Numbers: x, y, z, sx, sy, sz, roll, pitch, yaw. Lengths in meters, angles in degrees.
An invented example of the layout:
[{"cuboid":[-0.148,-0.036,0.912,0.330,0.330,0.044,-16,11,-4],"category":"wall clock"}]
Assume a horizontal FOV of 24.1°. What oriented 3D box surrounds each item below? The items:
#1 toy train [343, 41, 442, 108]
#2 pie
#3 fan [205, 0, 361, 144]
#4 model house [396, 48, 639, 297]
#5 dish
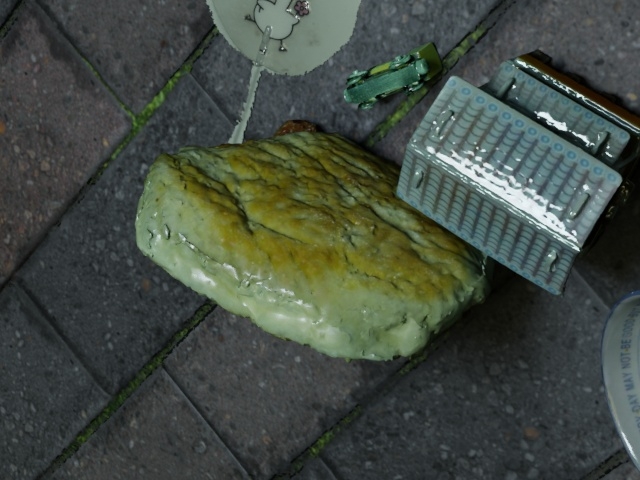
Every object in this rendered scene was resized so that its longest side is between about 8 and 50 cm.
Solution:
[{"cuboid":[0.086,-0.199,1.805,0.122,0.081,0.050,-16,106,36],"category":"toy train"},{"cuboid":[0.000,0.011,1.730,0.395,0.418,0.180,29,115,19],"category":"pie"},{"cuboid":[-0.073,-0.250,1.928,0.233,0.012,0.414,28,119,22],"category":"fan"},{"cuboid":[0.237,-0.077,1.673,0.224,0.215,0.198,35,123,18],"category":"model house"},{"cuboid":[0.447,0.170,1.685,0.273,0.134,0.273,48,146,47],"category":"dish"}]
